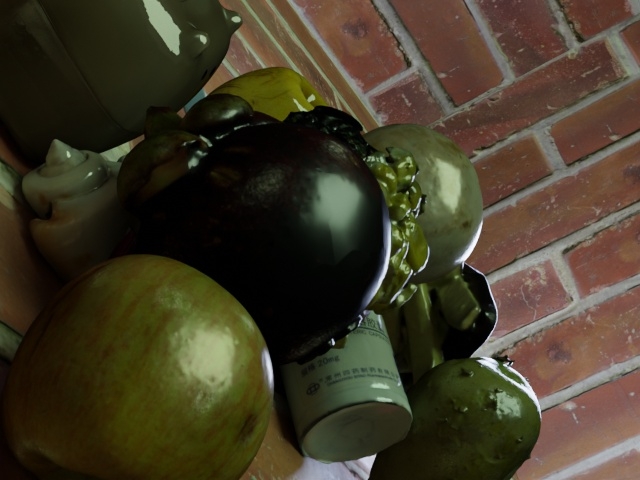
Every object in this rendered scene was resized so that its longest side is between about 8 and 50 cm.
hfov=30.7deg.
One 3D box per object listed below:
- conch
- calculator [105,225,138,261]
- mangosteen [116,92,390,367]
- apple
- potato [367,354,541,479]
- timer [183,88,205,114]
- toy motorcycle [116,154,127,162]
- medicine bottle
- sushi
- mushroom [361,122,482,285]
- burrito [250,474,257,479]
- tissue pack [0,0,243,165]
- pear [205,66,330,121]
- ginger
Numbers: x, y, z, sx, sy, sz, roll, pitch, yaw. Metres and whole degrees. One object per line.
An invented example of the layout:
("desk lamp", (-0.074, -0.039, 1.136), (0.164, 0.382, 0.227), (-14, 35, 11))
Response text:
("conch", (-0.257, -0.012, 1.414), (0.255, 0.127, 0.158), (57, 14, -26))
("calculator", (-0.231, 0.090, 1.358), (0.126, 0.034, 0.190), (64, 36, -46))
("mangosteen", (-0.087, -0.022, 1.327), (0.347, 0.307, 0.307), (53, 14, -2))
("apple", (-0.180, 0.154, 1.130), (0.264, 0.264, 0.264), (57, 14, -23))
("potato", (0.220, 0.355, 1.993), (0.219, 0.359, 0.270), (43, 25, 26))
("timer", (-0.257, -0.291, 1.983), (0.175, 0.175, 0.255), (39, 52, -59))
("toy motorcycle", (-0.241, -0.059, 1.691), (0.151, 0.074, 0.228), (49, 20, -37))
("medicine bottle", (0.021, 0.182, 1.943), (0.190, 0.190, 0.332), (47, 21, -49))
("sushi", (0.000, 0.000, 1.751), (0.285, 0.327, 0.329), (32, 20, 16))
("mushroom", (0.141, -0.056, 2.123), (0.297, 0.298, 0.290), (64, -21, 5))
("burrito", (-0.095, 0.394, 1.336), (0.117, 0.076, 0.392), (62, 13, -7))
("tissue pack", (-0.276, -0.273, 1.546), (0.267, 0.277, 0.387), (57, 13, -10))
("pear", (-0.099, -0.162, 2.017), (0.280, 0.281, 0.280), (57, 14, -23))
("ginger", (0.139, 0.158, 2.244), (0.211, 0.358, 0.413), (26, -1, -18))
